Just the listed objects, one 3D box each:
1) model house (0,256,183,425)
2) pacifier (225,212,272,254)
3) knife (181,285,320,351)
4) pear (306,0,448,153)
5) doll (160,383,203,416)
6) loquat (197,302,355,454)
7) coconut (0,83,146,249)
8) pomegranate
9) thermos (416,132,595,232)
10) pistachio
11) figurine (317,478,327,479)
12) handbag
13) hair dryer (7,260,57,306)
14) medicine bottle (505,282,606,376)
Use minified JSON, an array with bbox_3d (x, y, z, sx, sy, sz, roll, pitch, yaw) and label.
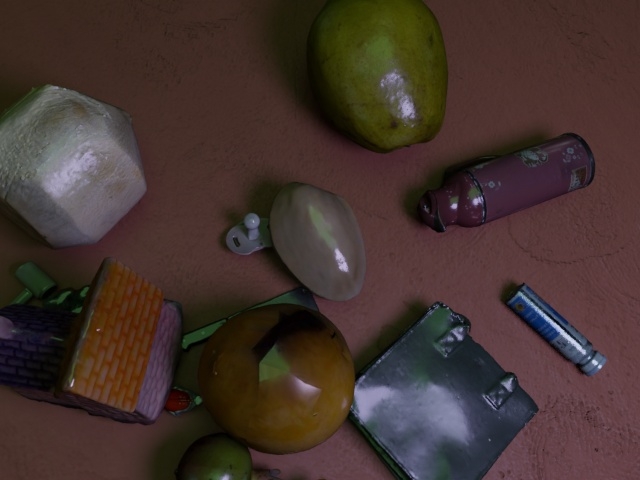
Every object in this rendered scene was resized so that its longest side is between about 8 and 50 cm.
[{"bbox_3d":[-0.344,0.134,0.928,0.237,0.237,0.202,12,66,6],"label":"model house"},{"bbox_3d":[-0.119,-0.021,1.109,0.099,0.078,0.081,-20,54,-12],"label":"pacifier"},{"bbox_3d":[-0.119,0.148,1.081,0.245,0.019,0.072,-20,76,-15],"label":"knife"},{"bbox_3d":[0.105,-0.305,1.146,0.253,0.253,0.307,-20,87,-13],"label":"pear"},{"bbox_3d":[-0.234,0.256,1.020,0.114,0.039,0.057,2,49,2],"label":"doll"},{"bbox_3d":[-0.062,0.204,0.958,0.235,0.235,0.235,2,71,-6],"label":"loquat"},{"bbox_3d":[-0.410,-0.128,1.032,0.245,0.245,0.247,35,70,6],"label":"coconut"},{"bbox_3d":[-0.137,0.347,0.955,0.159,0.129,0.129,-13,73,-22],"label":"pomegranate"},{"bbox_3d":[0.324,-0.110,1.174,0.330,0.109,0.136,-20,75,-13],"label":"thermos"},{"bbox_3d":[0.000,0.000,1.091,0.152,0.126,0.223,-32,88,-11],"label":"pistachio"},{"bbox_3d":[-0.022,0.434,0.881,0.215,0.228,0.215,0,94,1],"label":"figurine"},{"bbox_3d":[0.194,0.264,1.046,0.260,0.079,0.247,-39,80,-18],"label":"handbag"},{"bbox_3d":[-0.498,0.098,1.049,0.063,0.038,0.124,40,79,9],"label":"hair dryer"},{"bbox_3d":[0.412,0.156,1.124,0.191,0.051,0.051,44,72,8],"label":"medicine bottle"}]
